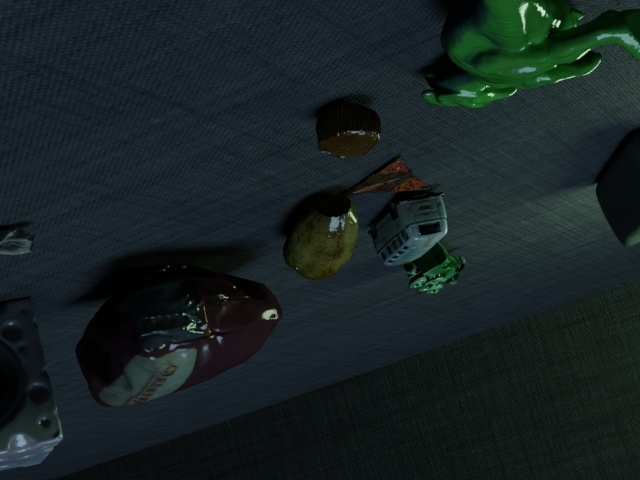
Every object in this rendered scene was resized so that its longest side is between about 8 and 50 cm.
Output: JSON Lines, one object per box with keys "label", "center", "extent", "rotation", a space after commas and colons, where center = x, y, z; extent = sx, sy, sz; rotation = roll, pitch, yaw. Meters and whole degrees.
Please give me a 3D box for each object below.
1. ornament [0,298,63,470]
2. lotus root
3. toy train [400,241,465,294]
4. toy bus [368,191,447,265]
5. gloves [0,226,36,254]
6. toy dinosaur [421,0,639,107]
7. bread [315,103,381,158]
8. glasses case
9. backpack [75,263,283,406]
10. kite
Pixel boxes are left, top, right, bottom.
{"label": "ornament", "center": [-0.578, 0.256, 2.075], "extent": [0.240, 0.239, 0.240], "rotation": [-10, 166, -23]}
{"label": "lotus root", "center": [0.000, 0.000, 2.027], "extent": [0.110, 0.097, 0.258], "rotation": [-10, 161, -12]}
{"label": "toy train", "center": [0.225, 0.053, 2.535], "extent": [0.105, 0.071, 0.178], "rotation": [-32, 160, 17]}
{"label": "toy bus", "center": [0.147, -0.015, 2.134], "extent": [0.087, 0.089, 0.194], "rotation": [-11, 166, -19]}
{"label": "gloves", "center": [-0.408, 0.003, 1.693], "extent": [0.081, 0.037, 0.044], "rotation": [5, 123, -18]}
{"label": "toy dinosaur", "center": [0.132, -0.224, 1.325], "extent": [0.500, 0.143, 0.374], "rotation": [1, 170, -41]}
{"label": "bread", "center": [0.034, -0.142, 1.595], "extent": [0.085, 0.053, 0.085], "rotation": [-5, 159, -2]}
{"label": "glasses case", "center": [0.556, -0.089, 2.210], "extent": [0.074, 0.131, 0.323], "rotation": [-20, 167, -5]}
{"label": "backpack", "center": [-0.221, 0.139, 2.118], "extent": [0.317, 0.197, 0.283], "rotation": [-14, 166, -33]}
{"label": "kite", "center": [0.089, -0.086, 1.963], "extent": [0.125, 0.008, 0.222], "rotation": [-18, 166, 11]}
